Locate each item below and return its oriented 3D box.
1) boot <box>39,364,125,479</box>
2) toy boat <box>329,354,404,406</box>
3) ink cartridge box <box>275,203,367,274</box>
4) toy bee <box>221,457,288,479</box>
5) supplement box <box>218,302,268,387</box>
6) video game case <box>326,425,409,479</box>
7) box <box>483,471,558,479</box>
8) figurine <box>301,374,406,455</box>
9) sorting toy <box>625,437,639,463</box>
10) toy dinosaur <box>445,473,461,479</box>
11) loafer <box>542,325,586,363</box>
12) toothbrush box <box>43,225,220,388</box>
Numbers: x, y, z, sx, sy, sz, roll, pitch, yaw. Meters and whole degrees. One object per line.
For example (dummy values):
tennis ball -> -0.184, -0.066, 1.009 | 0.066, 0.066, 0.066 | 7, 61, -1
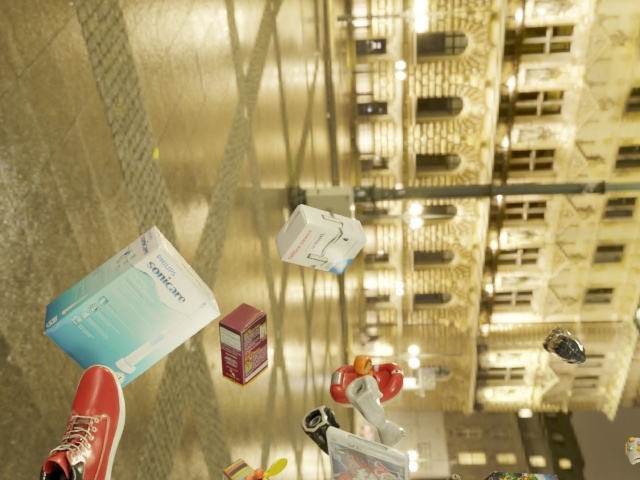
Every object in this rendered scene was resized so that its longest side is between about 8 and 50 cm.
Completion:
boot -> -0.394, 0.316, 1.145 | 0.176, 0.088, 0.244 | 83, 7, -68
toy boat -> 0.138, 0.414, 2.123 | 0.151, 0.231, 0.151 | -79, 162, -56
ink cartridge box -> 0.000, 0.000, 1.900 | 0.148, 0.203, 0.086 | -54, -142, 32
toy bee -> -0.135, 0.550, 1.539 | 0.195, 0.298, 0.162 | -40, 124, -43
supplement box -> -0.199, 0.273, 1.810 | 0.104, 0.081, 0.188 | -36, 137, -46
video game case -> 0.104, 0.497, 1.502 | 0.023, 0.183, 0.201 | -54, 148, -43
box -> 0.422, 0.566, 1.337 | 0.233, 0.159, 0.044 | -101, -152, -44
figurine -> 0.094, 0.475, 1.728 | 0.209, 0.215, 0.092 | 58, -6, -20
sorting toy -> 0.848, 0.563, 1.837 | 0.045, 0.083, 0.075 | 67, 31, -24
toy dinosaur -> 0.414, 0.727, 1.855 | 0.121, 0.160, 0.313 | 61, 7, -3
loafer -> 0.614, 0.269, 1.749 | 0.076, 0.078, 0.223 | -51, 174, 6
toothbrush box -> -0.400, 0.149, 1.488 | 0.216, 0.295, 0.126 | 53, -1, -29
